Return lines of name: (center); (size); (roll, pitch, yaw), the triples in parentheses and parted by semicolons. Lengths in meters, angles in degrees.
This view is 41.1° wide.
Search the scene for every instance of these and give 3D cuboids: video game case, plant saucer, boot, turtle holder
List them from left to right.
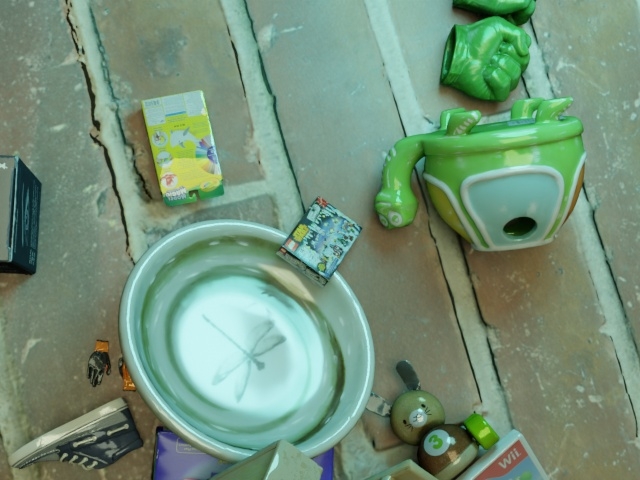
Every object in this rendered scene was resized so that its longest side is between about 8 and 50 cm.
boot: (-0.366, 0.316, 1.284); (0.190, 0.069, 0.086); (-26, 83, -13)
plant saucer: (-0.115, 0.158, 1.286); (0.400, 0.100, 0.400); (15, 52, -20)
turtle holder: (0.264, -0.099, 1.358); (0.320, 0.243, 0.227); (-12, 101, -19)
video game case: (0.295, 0.461, 1.332); (0.204, 0.025, 0.285); (-38, 111, -12)

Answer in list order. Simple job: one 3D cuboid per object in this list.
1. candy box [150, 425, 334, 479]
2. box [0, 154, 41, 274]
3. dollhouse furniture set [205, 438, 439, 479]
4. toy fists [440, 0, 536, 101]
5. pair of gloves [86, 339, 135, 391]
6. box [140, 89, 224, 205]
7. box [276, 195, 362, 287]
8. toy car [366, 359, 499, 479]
candy box: (-0.126, 0.447, 1.276); (0.268, 0.122, 0.317); (5, 80, -10)
box: (-0.482, -0.034, 1.248); (0.108, 0.207, 0.153); (2, 81, -8)
dollhouse furniture set: (0.001, 0.468, 1.100); (0.394, 0.256, 0.362); (40, 43, -14)
toy fists: (0.303, -0.379, 1.476); (0.142, 0.096, 0.279); (12, 79, -8)
pair of gloves: (-0.322, 0.197, 1.339); (0.083, 0.010, 0.074); (9, 81, -6)
box: (-0.223, -0.147, 1.389); (0.105, 0.043, 0.179); (-12, 81, -10)
box: (0.000, 0.000, 1.377); (0.094, 0.027, 0.137); (36, 48, -2)
toy car: (0.158, 0.286, 1.342); (0.155, 0.149, 0.188); (-40, 78, -2)
